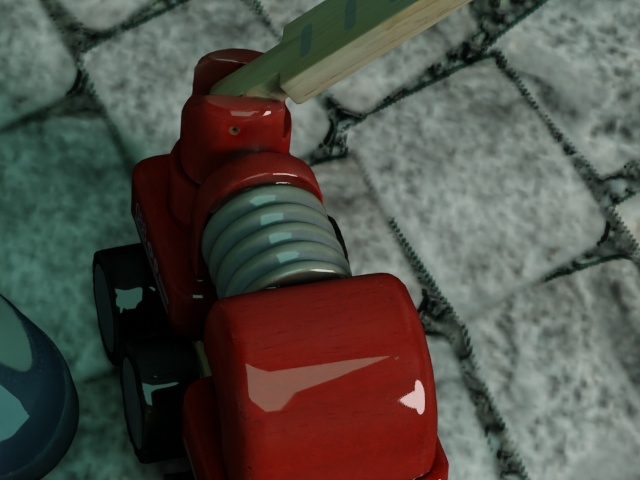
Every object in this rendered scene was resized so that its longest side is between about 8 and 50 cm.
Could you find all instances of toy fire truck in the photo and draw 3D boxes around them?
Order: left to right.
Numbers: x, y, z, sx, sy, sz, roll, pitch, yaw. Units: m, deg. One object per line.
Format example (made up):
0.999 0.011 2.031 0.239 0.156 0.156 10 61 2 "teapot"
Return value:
0.000 0.000 0.759 0.158 0.246 0.217 -8 46 -15 "toy fire truck"

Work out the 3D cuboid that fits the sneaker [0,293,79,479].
-0.245 0.003 0.788 0.319 0.131 0.112 31 66 0 "sneaker"
